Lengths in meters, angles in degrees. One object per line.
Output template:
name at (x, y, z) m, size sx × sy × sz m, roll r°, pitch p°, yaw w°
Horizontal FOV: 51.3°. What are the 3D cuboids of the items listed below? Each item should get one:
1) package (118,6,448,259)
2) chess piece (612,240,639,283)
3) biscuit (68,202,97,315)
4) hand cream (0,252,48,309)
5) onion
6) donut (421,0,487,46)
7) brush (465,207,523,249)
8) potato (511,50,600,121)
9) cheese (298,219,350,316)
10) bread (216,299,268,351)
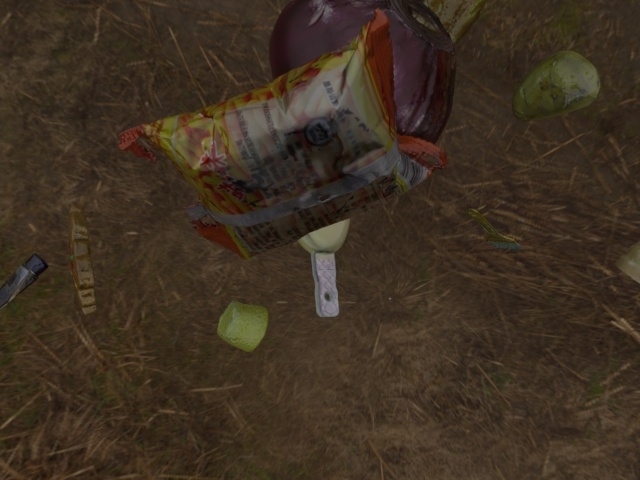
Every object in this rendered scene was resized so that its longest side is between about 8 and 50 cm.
package at (-0.024, -0.085, 0.678) m, size 0.288 × 0.223 × 0.108 m, roll -27°, pitch 46°, yaw 7°
chess piece at (0.735, -0.033, 1.340) m, size 0.137 × 0.137 × 0.301 m, roll 34°, pitch 105°, yaw 8°
biscuit at (-0.445, 0.052, 1.242) m, size 0.041 × 0.239 × 0.212 m, roll -8°, pitch 43°, yaw -22°
hand cream at (-0.556, 0.087, 1.176) m, size 0.163 × 0.039 × 0.062 m, roll -41°, pitch 43°, yaw -14°
onion at (0.065, -0.276, 1.103) m, size 0.281 × 0.260 × 0.337 m, roll -27°, pitch 93°, yaw 34°
donut at (0.272, -0.527, 1.405) m, size 0.128 × 0.209 × 0.261 m, roll 27°, pitch 121°, yaw -22°
brush at (0.407, -0.025, 1.600) m, size 0.082 × 0.218 × 0.010 m, roll 5°, pitch 68°, yaw 43°
potato at (0.405, -0.262, 1.161) m, size 0.085 × 0.188 × 0.105 m, roll -5°, pitch 81°, yaw -24°
cheese at (0.000, 0.000, 1.108) m, size 0.127 × 0.050 × 0.256 m, roll 6°, pitch 71°, yaw -32°
bread at (-0.202, 0.227, 1.751) m, size 0.114 × 0.111 × 0.129 m, roll 23°, pitch 121°, yaw -21°
